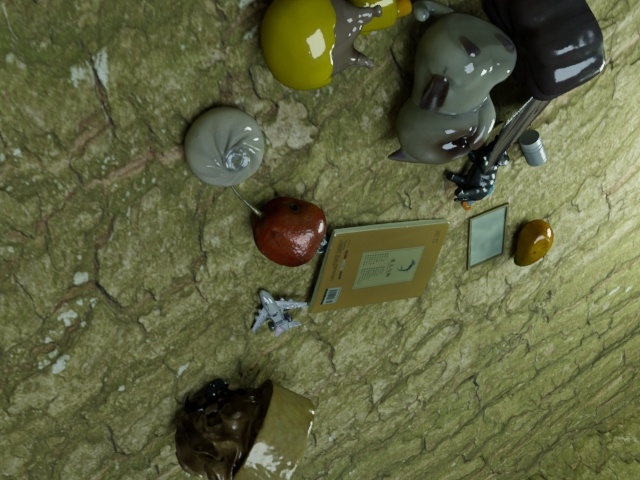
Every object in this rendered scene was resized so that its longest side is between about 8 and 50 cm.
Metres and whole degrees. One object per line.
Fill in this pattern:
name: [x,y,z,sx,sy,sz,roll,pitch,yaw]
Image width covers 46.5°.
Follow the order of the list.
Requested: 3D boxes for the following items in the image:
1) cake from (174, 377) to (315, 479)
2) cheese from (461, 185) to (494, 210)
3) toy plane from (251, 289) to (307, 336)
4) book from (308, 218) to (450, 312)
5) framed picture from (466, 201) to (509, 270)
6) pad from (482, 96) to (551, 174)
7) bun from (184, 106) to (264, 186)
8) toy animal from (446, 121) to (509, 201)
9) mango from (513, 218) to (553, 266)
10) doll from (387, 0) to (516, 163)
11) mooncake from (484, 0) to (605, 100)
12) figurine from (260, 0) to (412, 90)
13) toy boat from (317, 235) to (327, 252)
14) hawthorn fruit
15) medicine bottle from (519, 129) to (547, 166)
cake: [-0.218,0.505,1.985,0.321,0.332,0.332,27,110,-10]
cheese: [0.438,-0.124,2.056,0.111,0.017,0.047,-39,132,1]
toy plane: [-0.117,0.187,1.932,0.162,0.065,0.171,-27,140,5]
book: [0.161,0.068,2.015,0.389,0.032,0.269,-5,127,-33]
framed picture: [0.489,-0.010,2.183,0.136,0.010,0.201,-22,133,-17]
pad: [0.517,-0.317,1.829,0.330,0.004,0.220,-45,163,-19]
bun: [-0.195,-0.187,1.552,0.172,0.120,0.173,-15,128,-19]
toy animal: [0.426,-0.214,1.938,0.137,0.082,0.269,20,106,-43]
mango: [0.641,0.010,2.235,0.115,0.089,0.165,-17,134,-17]
doll: [0.293,-0.332,1.664,0.215,0.226,0.370,-28,135,-39]
mooncake: [0.486,-0.460,1.633,0.154,0.306,0.306,-27,134,1]
figurine: [0.039,-0.435,1.470,0.343,0.187,0.215,-33,147,-14]
toy boat: [0.000,0.000,1.873,0.038,0.038,0.083,-23,134,-14]
hawthorn fruit: [-0.121,-0.050,1.702,0.285,0.165,0.165,29,107,-25]
medicine bottle: [0.574,-0.249,2.013,0.058,0.058,0.091,-38,135,0]
